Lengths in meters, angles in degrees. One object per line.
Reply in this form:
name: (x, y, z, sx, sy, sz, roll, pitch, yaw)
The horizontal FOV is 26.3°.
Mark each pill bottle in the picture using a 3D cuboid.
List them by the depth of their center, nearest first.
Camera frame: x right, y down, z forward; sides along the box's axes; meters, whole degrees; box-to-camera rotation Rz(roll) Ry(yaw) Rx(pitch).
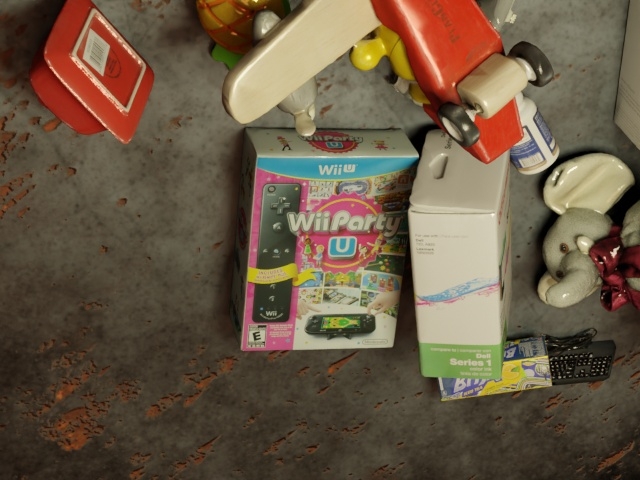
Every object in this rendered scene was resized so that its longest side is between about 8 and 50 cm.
pill bottle: (0.273, -0.154, 1.872, 0.067, 0.067, 0.120, -32, 121, 6)

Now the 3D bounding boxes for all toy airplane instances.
toy airplane: (0.083, -0.301, 1.639, 0.386, 0.272, 0.385, 6, 95, -19)

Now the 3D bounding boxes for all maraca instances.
maraca: (-0.095, -0.275, 1.705, 0.127, 0.099, 0.186, 14, 138, 19)

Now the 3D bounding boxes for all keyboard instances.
keyboard: (0.363, 0.189, 2.103, 0.192, 0.038, 0.100, -5, 119, -11)

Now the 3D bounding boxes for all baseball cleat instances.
baseball cleat: (0.167, -0.268, 1.783, 0.109, 0.072, 0.206, 29, 107, -21)

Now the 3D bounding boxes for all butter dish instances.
butter dish: (-0.301, -0.198, 1.691, 0.118, 0.160, 0.160, -23, 125, 28)

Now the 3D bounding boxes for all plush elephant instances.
plush elephant: (0.418, 0.028, 1.914, 0.255, 0.330, 0.272, -3, 121, 16)

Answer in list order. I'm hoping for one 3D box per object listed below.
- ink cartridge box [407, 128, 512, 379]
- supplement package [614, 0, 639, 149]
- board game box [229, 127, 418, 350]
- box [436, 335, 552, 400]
ink cartridge box: (0.194, 0.017, 1.848, 0.117, 0.201, 0.278, 2, 126, 12)
supplement package: (0.513, -0.259, 1.803, 0.177, 0.175, 0.293, -5, 119, -9)
board game box: (0.000, 0.000, 1.883, 0.224, 0.097, 0.303, -1, 118, -12)
box: (0.257, 0.192, 2.051, 0.168, 0.054, 0.059, -8, 120, 8)
